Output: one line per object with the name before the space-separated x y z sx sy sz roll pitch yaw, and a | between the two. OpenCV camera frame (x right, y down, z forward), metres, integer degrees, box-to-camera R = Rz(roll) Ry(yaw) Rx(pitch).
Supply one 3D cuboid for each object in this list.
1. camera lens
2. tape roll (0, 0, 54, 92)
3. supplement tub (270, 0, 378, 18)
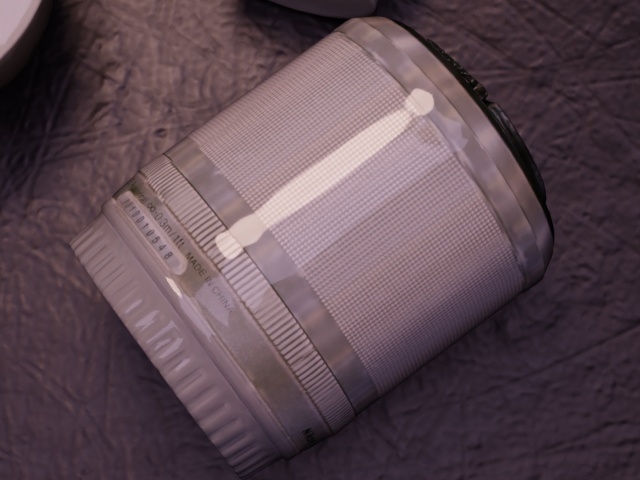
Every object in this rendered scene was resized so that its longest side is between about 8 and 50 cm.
camera lens | 0.000 0.000 1.123 0.274 0.219 0.219 -36 84 -6
tape roll | -0.304 -0.201 1.156 0.246 0.169 0.246 0 89 -8
supplement tub | 0.010 -0.274 1.203 0.144 0.144 0.199 17 81 2
